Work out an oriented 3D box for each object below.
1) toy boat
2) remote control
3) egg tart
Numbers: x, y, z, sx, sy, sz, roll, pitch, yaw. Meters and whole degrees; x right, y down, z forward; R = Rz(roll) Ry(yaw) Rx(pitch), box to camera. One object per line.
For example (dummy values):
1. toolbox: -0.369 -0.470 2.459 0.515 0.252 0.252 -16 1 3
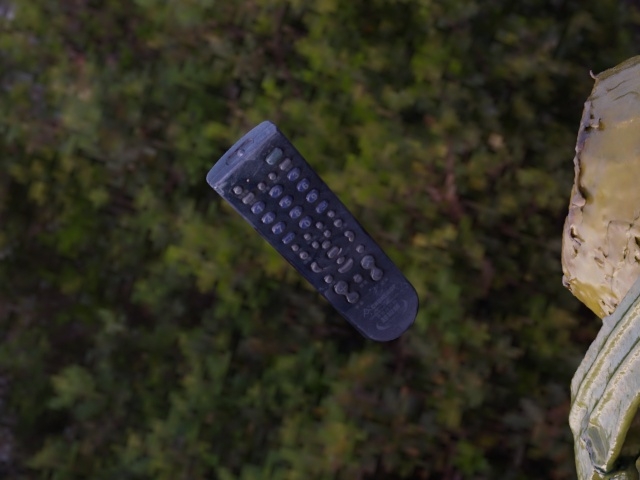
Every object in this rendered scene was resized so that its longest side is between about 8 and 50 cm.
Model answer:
1. toy boat: 0.223 0.075 1.041 0.276 0.111 0.084 105 154 -51
2. remote control: 0.000 0.001 0.874 0.043 0.152 0.027 -39 40 4
3. egg tart: 0.277 -0.040 1.428 0.341 0.132 0.341 8 -90 -79
